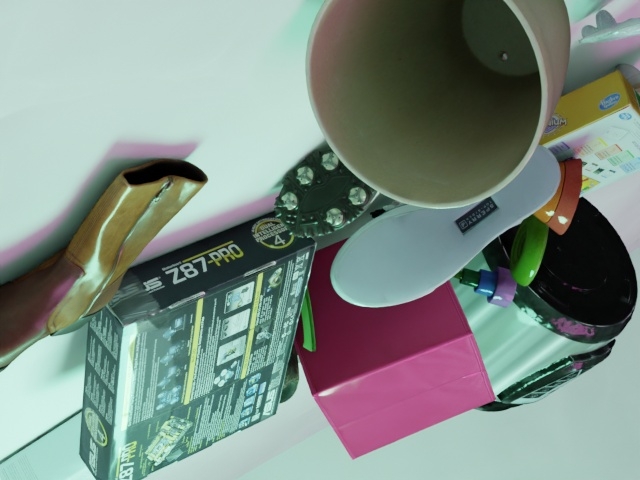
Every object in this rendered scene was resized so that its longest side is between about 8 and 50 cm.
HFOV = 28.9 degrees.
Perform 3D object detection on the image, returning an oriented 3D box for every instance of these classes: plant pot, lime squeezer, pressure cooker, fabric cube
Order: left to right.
[{"bbox_3d":[0.000,0.000,1.837,0.059,0.110,0.310,14,103,-48],"label":"lime squeezer"},{"bbox_3d":[0.102,0.154,1.982,0.258,0.254,0.259,-24,144,2],"label":"fabric cube"},{"bbox_3d":[0.159,-0.202,1.315,0.256,0.256,0.274,-44,177,36],"label":"plant pot"},{"bbox_3d":[0.355,0.122,2.402,0.420,0.370,0.375,-46,-159,42],"label":"pressure cooker"}]

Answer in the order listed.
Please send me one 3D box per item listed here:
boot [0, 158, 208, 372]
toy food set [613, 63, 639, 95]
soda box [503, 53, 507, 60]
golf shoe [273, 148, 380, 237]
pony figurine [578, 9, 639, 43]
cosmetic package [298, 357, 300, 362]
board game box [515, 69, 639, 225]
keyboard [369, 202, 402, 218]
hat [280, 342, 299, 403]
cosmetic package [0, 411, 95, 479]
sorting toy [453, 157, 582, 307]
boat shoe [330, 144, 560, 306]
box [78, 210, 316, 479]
[{"bbox_3d":[-0.276,0.029,1.374,0.280,0.096,0.264,-43,161,32],"label":"boot"},{"bbox_3d":[0.430,-0.210,2.076,0.306,0.092,0.220,-15,158,-27],"label":"toy food set"},{"bbox_3d":[0.231,-0.201,1.687,0.092,0.083,0.263,-26,163,-22],"label":"soda box"},{"bbox_3d":[0.062,-0.097,1.647,0.273,0.105,0.120,-37,171,19],"label":"golf shoe"},{"bbox_3d":[0.526,-0.300,1.596,0.303,0.363,0.351,-41,180,5],"label":"pony figurine"},{"bbox_3d":[-0.034,0.219,2.531,0.060,0.041,0.115,-41,163,27],"label":"cosmetic package"},{"bbox_3d":[0.373,-0.133,1.970,0.316,0.064,0.242,-24,153,23],"label":"board game box"},{"bbox_3d":[0.177,-0.047,1.989,0.108,0.023,0.180,25,154,-38],"label":"keyboard"},{"bbox_3d":[-0.118,0.234,2.193,0.331,0.134,0.331,-21,157,-10],"label":"hat"},{"bbox_3d":[-0.378,0.380,2.246,0.284,0.097,0.377,-31,165,1],"label":"cosmetic package"},{"bbox_3d":[0.299,-0.015,1.996,0.126,0.127,0.365,15,145,-5],"label":"sorting toy"},{"bbox_3d":[0.169,-0.030,1.824,0.367,0.136,0.156,-35,-171,-4],"label":"boat shoe"},{"bbox_3d":[-0.181,0.166,1.788,0.318,0.097,0.395,-25,146,-32],"label":"box"}]
